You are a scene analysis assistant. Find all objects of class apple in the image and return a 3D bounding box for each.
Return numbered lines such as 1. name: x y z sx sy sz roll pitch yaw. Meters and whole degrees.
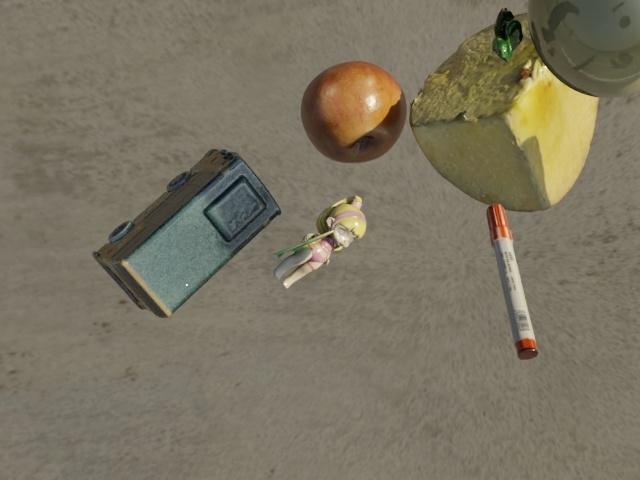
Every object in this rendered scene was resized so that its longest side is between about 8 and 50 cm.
1. apple: 0.334 -0.235 1.535 0.314 0.252 0.309 31 54 6
2. apple: 0.060 -0.225 1.634 0.201 0.201 0.162 -17 51 8

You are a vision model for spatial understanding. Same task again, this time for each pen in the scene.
1. pen: 0.236 0.045 1.119 0.028 0.028 0.239 -11 47 9

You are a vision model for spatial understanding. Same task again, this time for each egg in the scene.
1. egg: 0.344 -0.270 1.073 0.186 0.242 0.186 -9 66 21

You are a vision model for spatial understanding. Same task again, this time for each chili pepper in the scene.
1. chili pepper: 0.207 -0.228 0.991 0.035 0.118 0.055 -3 104 10

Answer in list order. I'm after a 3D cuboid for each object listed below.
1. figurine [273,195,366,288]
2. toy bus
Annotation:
1. figurine: 0.000 0.000 1.456 0.187 0.083 0.083 -42 83 6
2. toy bus: -0.208 -0.017 1.442 0.275 0.167 0.138 -44 114 -17
